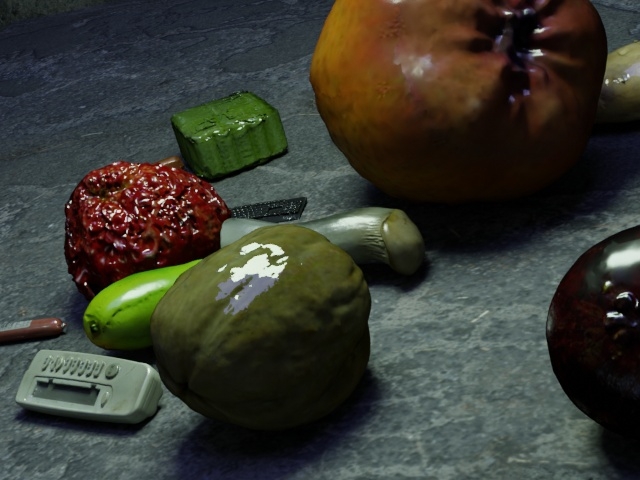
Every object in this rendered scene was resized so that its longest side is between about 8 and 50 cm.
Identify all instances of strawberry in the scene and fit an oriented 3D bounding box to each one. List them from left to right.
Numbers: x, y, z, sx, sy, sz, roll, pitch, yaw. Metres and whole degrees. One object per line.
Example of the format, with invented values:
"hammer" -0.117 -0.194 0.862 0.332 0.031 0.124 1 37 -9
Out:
"strawberry" -0.293 -0.023 1.738 0.274 0.220 0.274 -29 17 10

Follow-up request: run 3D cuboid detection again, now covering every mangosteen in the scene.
"mangosteen" 0.368 0.097 1.153 0.235 0.236 0.261 1 -8 33

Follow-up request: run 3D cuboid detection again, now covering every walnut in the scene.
"walnut" -0.068 0.111 1.345 0.282 0.227 0.283 7 52 -9

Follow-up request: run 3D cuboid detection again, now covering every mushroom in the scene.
"mushroom" 0.000 0.000 1.643 0.328 0.122 0.159 -3 37 25

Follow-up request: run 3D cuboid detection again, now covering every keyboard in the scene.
"keyboard" -0.123 -0.047 1.930 0.196 0.015 0.074 -8 27 17

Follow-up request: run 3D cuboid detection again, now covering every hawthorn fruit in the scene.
"hawthorn fruit" 0.198 -0.249 1.712 0.471 0.472 0.472 -13 26 7

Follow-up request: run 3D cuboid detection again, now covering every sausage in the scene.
"sausage" -0.507 0.149 1.750 0.223 0.029 0.029 -9 27 16
"sausage" -0.339 -0.136 2.210 0.131 0.041 0.039 -21 4 -10

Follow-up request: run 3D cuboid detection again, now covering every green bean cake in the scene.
"green bean cake" -0.186 -0.217 2.199 0.200 0.113 0.214 -19 26 -12

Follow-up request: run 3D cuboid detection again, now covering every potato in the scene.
"potato" 0.525 -0.272 1.867 0.234 0.128 0.161 -7 23 32

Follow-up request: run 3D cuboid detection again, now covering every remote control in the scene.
"remote control" -0.318 0.203 1.495 0.230 0.049 0.090 2 61 33

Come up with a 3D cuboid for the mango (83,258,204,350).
"mango" -0.241 0.094 1.603 0.233 0.111 0.125 -27 19 -33
